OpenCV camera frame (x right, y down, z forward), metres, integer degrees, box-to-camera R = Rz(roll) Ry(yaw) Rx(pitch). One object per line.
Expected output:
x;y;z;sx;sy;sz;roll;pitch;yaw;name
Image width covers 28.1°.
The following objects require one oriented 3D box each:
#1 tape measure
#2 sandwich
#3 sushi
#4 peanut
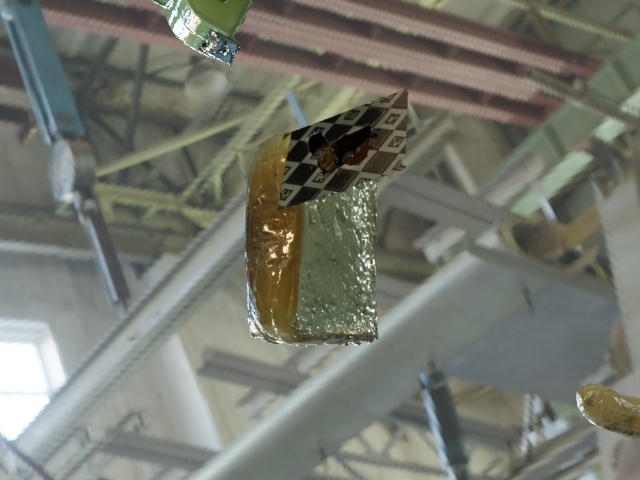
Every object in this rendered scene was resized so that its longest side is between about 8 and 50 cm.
-0.121;-0.306;1.286;0.175;0.200;0.106;29;-20;-12;tape measure
0.001;0.000;1.519;0.087;0.251;0.226;-3;-6;34;sandwich
0.028;-0.073;1.146;0.126;0.120;0.026;-18;-53;22;sushi
0.239;0.137;1.019;0.083;0.037;0.037;27;-52;-23;peanut
